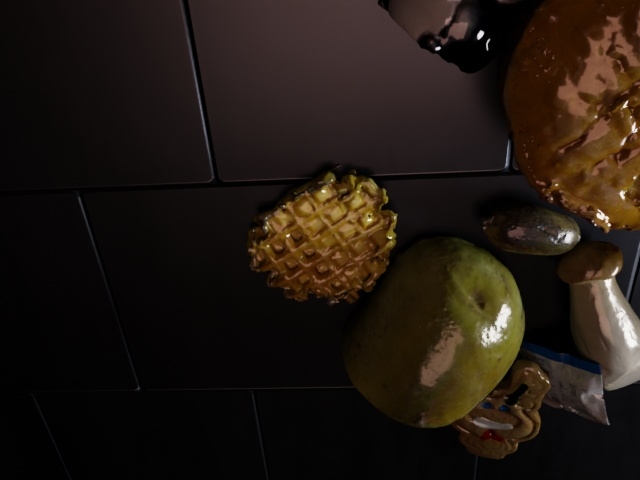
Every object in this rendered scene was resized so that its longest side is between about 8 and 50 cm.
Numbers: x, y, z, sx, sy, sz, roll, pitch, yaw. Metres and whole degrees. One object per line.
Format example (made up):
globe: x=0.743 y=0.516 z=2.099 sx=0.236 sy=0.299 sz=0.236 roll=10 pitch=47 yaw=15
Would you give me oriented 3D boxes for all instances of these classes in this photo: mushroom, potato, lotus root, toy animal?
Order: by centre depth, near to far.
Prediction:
toy animal: x=0.201 y=-0.351 z=0.765 sx=0.165 sy=0.187 sz=0.235 roll=1 pitch=134 yaw=-38
lotus root: x=0.358 y=-0.017 z=1.020 sx=0.179 sy=0.081 sz=0.089 roll=8 pitch=124 yaw=-1
potato: x=0.226 y=0.162 z=1.064 sx=0.330 sy=0.213 sz=0.280 roll=10 pitch=122 yaw=-5
mushroom: x=0.525 y=0.155 z=1.099 sx=0.128 sy=0.128 sz=0.350 roll=-20 pitch=115 yaw=15

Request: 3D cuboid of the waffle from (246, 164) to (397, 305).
waffle: x=0.000 y=0.002 z=1.064 sx=0.262 sy=0.060 sz=0.281 roll=9 pitch=122 yaw=-3

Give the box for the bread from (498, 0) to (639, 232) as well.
bread: x=0.431 y=-0.206 z=0.824 sx=0.397 sy=0.215 sz=0.398 roll=1 pitch=123 yaw=2

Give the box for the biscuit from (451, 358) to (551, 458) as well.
biscuit: x=0.371 y=0.355 z=1.245 sx=0.183 sy=0.047 sz=0.320 roll=24 pitch=130 yaw=-4

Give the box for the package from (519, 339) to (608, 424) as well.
package: x=0.470 y=0.274 z=1.172 sx=0.171 sy=0.027 sz=0.173 roll=17 pitch=135 yaw=48
